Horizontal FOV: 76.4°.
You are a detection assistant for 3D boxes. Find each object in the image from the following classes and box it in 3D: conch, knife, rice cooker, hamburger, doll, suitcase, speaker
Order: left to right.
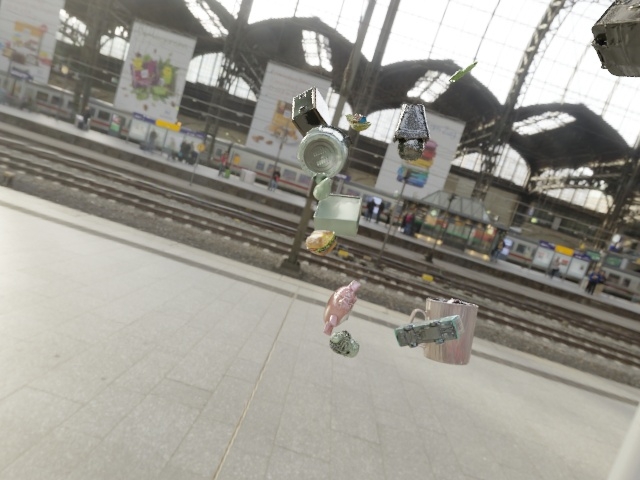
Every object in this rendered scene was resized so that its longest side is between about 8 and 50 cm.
[{"bbox_3d":[-0.052,-0.689,2.219,0.192,0.153,0.231,49,28,-39],"label":"speaker"},{"bbox_3d":[0.000,0.000,1.960,0.165,0.137,0.087,7,-43,52],"label":"hamburger"},{"bbox_3d":[0.006,-0.198,1.509,0.065,0.088,0.180,-8,-22,-16],"label":"conch"},{"bbox_3d":[0.017,-0.422,1.942,0.280,0.241,0.227,-21,17,18],"label":"rice cooker"},{"bbox_3d":[0.069,0.234,1.444,0.093,0.211,0.262,32,-22,3],"label":"doll"},{"bbox_3d":[0.546,-0.648,1.566,0.030,0.014,0.207,35,-5,-9],"label":"knife"},{"bbox_3d":[1.128,-0.672,1.317,0.283,0.194,0.434,39,3,-30],"label":"suitcase"}]

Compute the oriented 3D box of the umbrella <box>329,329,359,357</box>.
[{"bbox_3d":[0.066,0.285,1.114,0.062,0.067,0.143,42,-5,40],"label":"umbrella"}]

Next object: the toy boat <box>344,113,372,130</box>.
[{"bbox_3d":[0.175,-0.556,1.898,0.065,0.066,0.172,-24,38,-23],"label":"toy boat"}]

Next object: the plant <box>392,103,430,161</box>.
[{"bbox_3d":[0.419,-0.494,1.875,0.164,0.256,0.142,5,3,5],"label":"plant"}]

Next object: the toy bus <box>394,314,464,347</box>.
[{"bbox_3d":[0.414,0.351,1.565,0.261,0.091,0.109,-20,-5,42],"label":"toy bus"}]

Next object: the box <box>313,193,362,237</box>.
[{"bbox_3d":[0.096,-0.135,2.182,0.224,0.118,0.225,7,41,10],"label":"box"}]

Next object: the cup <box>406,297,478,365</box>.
[{"bbox_3d":[0.541,0.390,1.793,0.288,0.274,0.208,8,-2,-24],"label":"cup"}]
